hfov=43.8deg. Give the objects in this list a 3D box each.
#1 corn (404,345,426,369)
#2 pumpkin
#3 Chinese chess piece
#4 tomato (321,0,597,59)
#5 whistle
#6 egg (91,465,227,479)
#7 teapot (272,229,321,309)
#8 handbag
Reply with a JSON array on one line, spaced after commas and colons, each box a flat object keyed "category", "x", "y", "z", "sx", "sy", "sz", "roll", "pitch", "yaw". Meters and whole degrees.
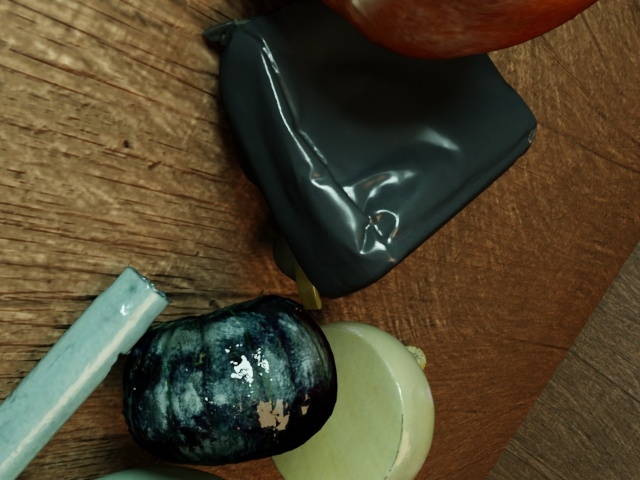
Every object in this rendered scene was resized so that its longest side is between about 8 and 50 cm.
[{"category": "corn", "x": 0.133, "y": 0.269, "z": 1.448, "sx": 0.165, "sy": 0.063, "sz": 0.085, "roll": -65, "pitch": 173, "yaw": 21}, {"category": "pumpkin", "x": -0.096, "y": 0.150, "z": 0.847, "sx": 0.233, "sy": 0.233, "sz": 0.163, "roll": -9, "pitch": 85, "yaw": -51}, {"category": "Chinese chess piece", "x": 0.036, "y": 0.235, "z": 1.084, "sx": 0.097, "sy": 0.251, "sz": 0.251, "roll": 13, "pitch": 110, "yaw": -53}, {"category": "tomato", "x": 0.084, "y": -0.298, "z": 0.528, "sx": 0.273, "sy": 0.341, "sz": 0.341, "roll": -33, "pitch": 145, "yaw": -18}, {"category": "whistle", "x": -0.267, "y": 0.157, "z": 0.766, "sx": 0.312, "sy": 0.062, "sz": 0.062, "roll": -49, "pitch": 150, "yaw": -9}, {"category": "egg", "x": -0.203, "y": 0.396, "z": 0.881, "sx": 0.389, "sy": 0.276, "sz": 0.276, "roll": -8, "pitch": 126, "yaw": -55}, {"category": "teapot", "x": 0.000, "y": 0.000, "z": 0.909, "sx": 0.166, "sy": 0.130, "sz": 0.119, "roll": -74, "pitch": 155, "yaw": -48}, {"category": "handbag", "x": 0.040, "y": -0.122, "z": 0.813, "sx": 0.302, "sy": 0.275, "sz": 0.178, "roll": -37, "pitch": 179, "yaw": -37}]
